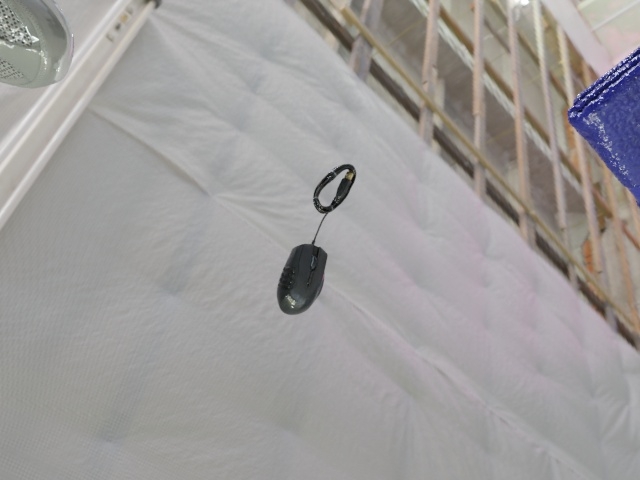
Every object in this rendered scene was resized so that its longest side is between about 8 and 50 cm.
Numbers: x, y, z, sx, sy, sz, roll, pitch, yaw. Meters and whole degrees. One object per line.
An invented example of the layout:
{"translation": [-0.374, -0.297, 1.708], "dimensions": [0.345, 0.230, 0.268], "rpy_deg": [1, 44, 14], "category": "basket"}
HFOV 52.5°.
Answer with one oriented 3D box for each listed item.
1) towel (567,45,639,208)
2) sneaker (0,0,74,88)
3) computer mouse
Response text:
{"translation": [0.512, -0.156, 0.911], "dimensions": [0.308, 0.227, 0.076], "rpy_deg": [38, -158, -26], "category": "towel"}
{"translation": [-0.337, -0.186, 0.503], "dimensions": [0.281, 0.105, 0.115], "rpy_deg": [22, -144, -8], "category": "sneaker"}
{"translation": [0.000, 0.000, 0.958], "dimensions": [0.071, 0.041, 0.242], "rpy_deg": [19, -86, -29], "category": "computer mouse"}
